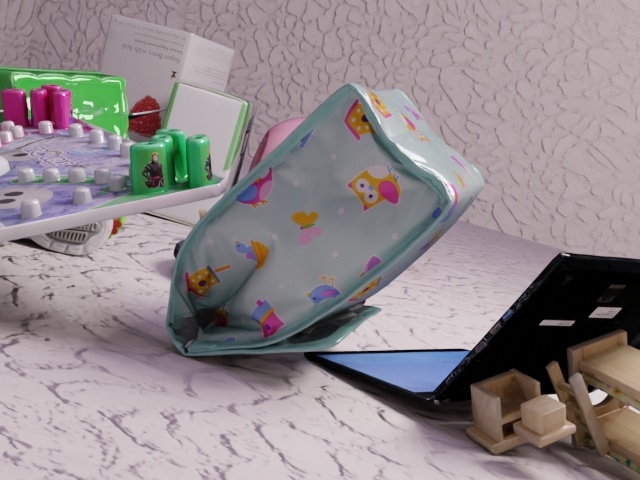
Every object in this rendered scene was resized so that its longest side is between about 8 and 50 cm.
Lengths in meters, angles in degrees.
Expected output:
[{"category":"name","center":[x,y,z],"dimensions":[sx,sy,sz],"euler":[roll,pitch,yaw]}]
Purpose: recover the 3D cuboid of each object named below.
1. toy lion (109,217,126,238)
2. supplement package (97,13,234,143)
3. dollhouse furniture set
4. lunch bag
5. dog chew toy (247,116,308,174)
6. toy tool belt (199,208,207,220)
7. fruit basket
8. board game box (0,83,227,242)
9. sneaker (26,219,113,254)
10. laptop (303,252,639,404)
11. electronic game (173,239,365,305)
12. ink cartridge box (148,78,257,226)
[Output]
[{"category":"toy lion","center":[-0.285,-0.037,1.221],"dimensions":[0.100,0.096,0.034],"euler":[-18,34,27]},{"category":"supplement package","center":[-0.303,-0.243,1.889],"dimensions":[0.177,0.293,0.175],"euler":[17,7,20]},{"category":"dollhouse furniture set","center":[0.226,0.161,0.761],"dimensions":[0.161,0.101,0.182],"euler":[-16,20,-23]},{"category":"lunch bag","center":[0.000,0.000,0.892],"dimensions":[0.160,0.262,0.223],"euler":[47,15,6]},{"category":"dog chew toy","center":[0.046,-0.072,1.712],"dimensions":[0.332,0.206,0.206],"euler":[21,6,-11]},{"category":"toy tool belt","center":[-0.132,-0.012,1.406],"dimensions":[0.083,0.051,0.052],"euler":[13,7,-19]},{"category":"fruit basket","center":[-0.464,-0.169,1.606],"dimensions":[0.327,0.165,0.353],"euler":[-5,-5,-42]},{"category":"board game box","center":[-0.338,-0.066,0.869],"dimensions":[0.390,0.050,0.390],"euler":[-14,21,-30]},{"category":"sneaker","center":[-0.349,-0.043,1.129],"dimensions":[0.232,0.090,0.115],"euler":[22,-2,-18]},{"category":"laptop","center":[0.164,0.065,0.902],"dimensions":[0.234,0.264,0.136],"euler":[4,43,-42]},{"category":"electronic game","center":[-0.057,0.037,1.186],"dimensions":[0.229,0.048,0.229],"euler":[15,7,-2]},{"category":"ink cartridge box","center":[-0.191,-0.146,1.686],"dimensions":[0.121,0.211,0.289],"euler":[16,7,-2]}]
